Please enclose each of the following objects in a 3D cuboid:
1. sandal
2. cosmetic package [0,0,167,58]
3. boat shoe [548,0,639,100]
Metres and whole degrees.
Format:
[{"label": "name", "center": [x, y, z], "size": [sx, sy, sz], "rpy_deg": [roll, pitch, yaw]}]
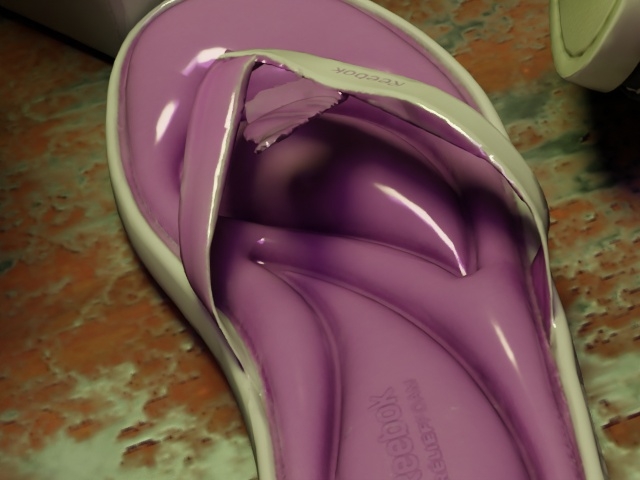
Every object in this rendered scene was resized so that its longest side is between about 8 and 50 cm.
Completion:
[{"label": "sandal", "center": [0.014, -0.005, 0.743], "size": [0.169, 0.102, 0.416], "rpy_deg": [-20, 45, -7]}, {"label": "cosmetic package", "center": [-0.205, -0.286, 1.030], "size": [0.453, 0.161, 0.230], "rpy_deg": [25, 56, 31]}, {"label": "boat shoe", "center": [0.178, -0.179, 0.875], "size": [0.113, 0.127, 0.340], "rpy_deg": [19, 38, -9]}]
